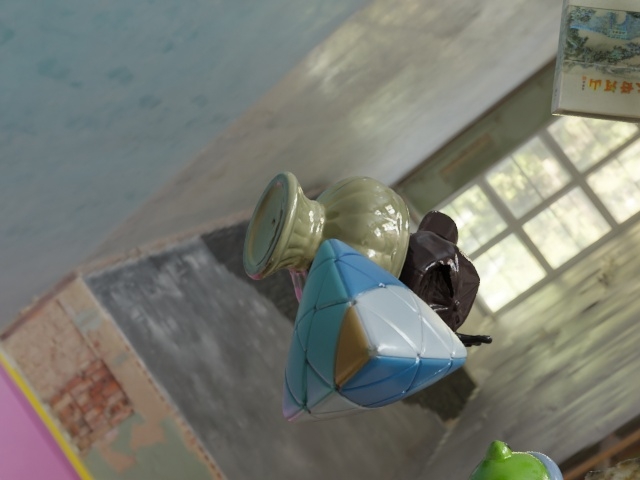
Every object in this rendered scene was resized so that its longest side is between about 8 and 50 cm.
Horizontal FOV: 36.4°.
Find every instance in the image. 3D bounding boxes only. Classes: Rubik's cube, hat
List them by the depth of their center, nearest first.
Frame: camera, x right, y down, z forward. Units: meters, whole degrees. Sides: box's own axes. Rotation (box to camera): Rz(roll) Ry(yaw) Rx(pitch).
[{"bbox_3d":[0.029,0.147,1.195,0.254,0.254,0.254,-35,174,-4],"label":"Rubik's cube"},{"bbox_3d":[0.261,0.087,1.964,0.336,0.209,0.238,-46,138,-41],"label":"hat"}]

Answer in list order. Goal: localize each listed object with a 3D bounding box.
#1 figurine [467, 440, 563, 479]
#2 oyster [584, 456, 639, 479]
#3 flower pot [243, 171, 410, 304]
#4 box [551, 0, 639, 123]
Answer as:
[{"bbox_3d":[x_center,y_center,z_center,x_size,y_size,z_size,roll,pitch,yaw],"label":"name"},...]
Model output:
[{"bbox_3d":[0.275,0.401,1.335,0.143,0.263,0.162,-14,-149,-3],"label":"figurine"},{"bbox_3d":[0.374,0.309,1.086,0.341,0.166,0.110,-11,-120,48],"label":"oyster"},{"bbox_3d":[0.000,0.000,1.877,0.307,0.244,0.307,-49,-149,42],"label":"flower pot"},{"bbox_3d":[0.461,-0.319,1.531,0.164,0.256,0.069,6,179,3],"label":"box"}]
